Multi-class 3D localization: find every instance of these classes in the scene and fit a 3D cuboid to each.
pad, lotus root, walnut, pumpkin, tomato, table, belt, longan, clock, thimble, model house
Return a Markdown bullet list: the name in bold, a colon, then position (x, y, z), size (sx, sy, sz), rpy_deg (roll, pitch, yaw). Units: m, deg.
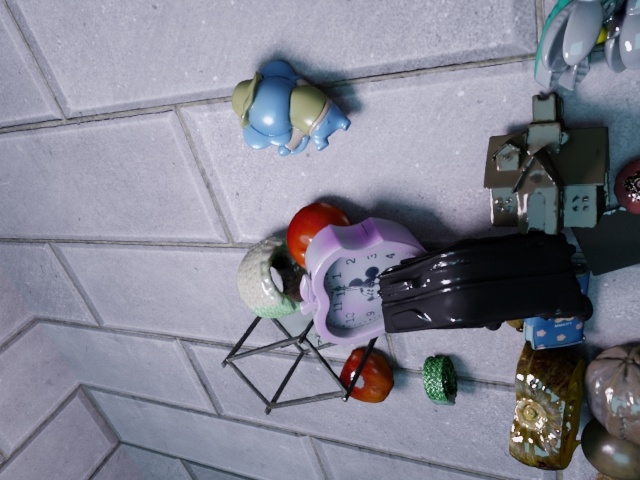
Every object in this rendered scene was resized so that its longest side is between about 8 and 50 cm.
- **pad**: position (0.635, -0.013, 1.056), size (0.212, 0.003, 0.142), rpy_deg (-22, 112, 31)
- **lotus root**: position (0.466, 0.156, 1.255), size (0.072, 0.063, 0.151), rpy_deg (-15, 118, 0)
- **walnut**: position (0.704, 0.350, 1.182), size (0.225, 0.224, 0.224), rpy_deg (15, 130, 19)
- **pumpkin**: position (0.561, 0.395, 1.291), size (0.139, 0.222, 0.316), rpy_deg (6, 104, 39)
- **tomato**: position (0.000, 0.000, 1.339), size (0.195, 0.136, 0.195), rpy_deg (21, 130, 28)
- **table**: position (-0.055, 0.311, 1.520), size (0.335, 0.272, 0.222), rpy_deg (-25, 108, 40)
- **belt**: position (0.328, 0.395, 1.474), size (0.079, 0.121, 0.151), rpy_deg (-10, 123, 32)
- **longan**: position (0.755, 0.511, 1.309), size (0.205, 0.158, 0.185), rpy_deg (5, 157, -22)
- **clock**: position (0.099, 0.101, 1.275), size (0.339, 0.102, 0.338), rpy_deg (-9, 128, -12)
- **thimble**: position (-0.122, 0.102, 1.442), size (0.150, 0.219, 0.219), rpy_deg (-24, 110, 41)
- **model house**: position (0.418, -0.149, 0.980), size (0.212, 0.204, 0.243), rpy_deg (1, 107, 31)

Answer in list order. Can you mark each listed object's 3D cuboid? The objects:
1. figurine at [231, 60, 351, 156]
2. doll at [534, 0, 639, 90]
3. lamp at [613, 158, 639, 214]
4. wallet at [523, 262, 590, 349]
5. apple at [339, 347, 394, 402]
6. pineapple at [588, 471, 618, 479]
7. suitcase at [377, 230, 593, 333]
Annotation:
- **figurine**: position (-0.075, -0.277, 1.171), size (0.262, 0.154, 0.179), rpy_deg (33, 122, 8)
- **doll**: position (0.425, -0.354, 0.825), size (0.195, 0.153, 0.258), rpy_deg (-21, 132, 0)
- **lamp**: position (0.601, -0.099, 0.967), size (0.108, 0.092, 0.107), rpy_deg (1, 91, 43)
- **wallet**: position (0.533, 0.155, 1.193), size (0.141, 0.059, 0.202), rpy_deg (-9, 121, 5)
- **apple**: position (0.141, 0.411, 1.579), size (0.158, 0.147, 0.156), rpy_deg (28, 111, 7)
- **pineapple**: position (0.800, 0.692, 1.459), size (0.125, 0.125, 0.251), rpy_deg (16, 140, 18)
- **suitcase**: position (0.302, 0.102, 1.069), size (0.345, 0.340, 0.188), rpy_deg (146, 118, -69)
